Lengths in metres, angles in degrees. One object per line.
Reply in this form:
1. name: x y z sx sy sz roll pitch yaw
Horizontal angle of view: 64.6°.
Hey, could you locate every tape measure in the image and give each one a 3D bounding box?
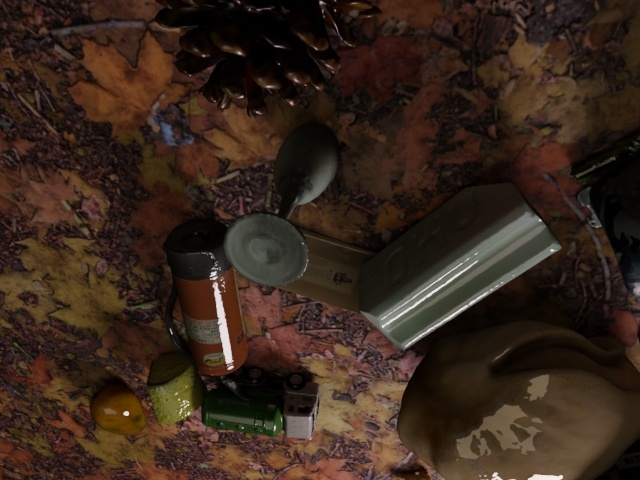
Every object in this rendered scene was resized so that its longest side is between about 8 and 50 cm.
1. tape measure: 0.500 -0.036 0.651 0.275 0.256 0.147 -22 116 27

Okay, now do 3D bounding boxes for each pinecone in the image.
1. pinecone: -0.074 -0.271 0.591 0.264 0.264 0.264 4 123 6

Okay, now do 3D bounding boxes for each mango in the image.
1. mango: -0.472 0.401 1.182 0.111 0.089 0.163 6 131 3

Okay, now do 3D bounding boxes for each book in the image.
1. book: 0.005 0.054 0.928 0.198 0.016 0.138 18 122 -3

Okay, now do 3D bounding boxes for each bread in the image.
1. bread: -0.306 0.313 1.081 0.111 0.129 0.114 -18 115 -7

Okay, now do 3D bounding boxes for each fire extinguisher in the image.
1. fire extinguisher: -0.222 0.137 0.982 0.200 0.113 0.376 29 134 43

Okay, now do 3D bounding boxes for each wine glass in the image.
1. wine glass: 0.000 0.000 0.717 0.096 0.309 0.264 -18 116 20

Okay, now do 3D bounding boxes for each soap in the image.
1. soap: 0.195 0.027 0.780 0.289 0.173 0.095 -39 109 23

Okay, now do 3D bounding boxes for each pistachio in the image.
1. pistachio: 0.350 0.288 0.884 0.445 0.281 0.365 -4 136 -12

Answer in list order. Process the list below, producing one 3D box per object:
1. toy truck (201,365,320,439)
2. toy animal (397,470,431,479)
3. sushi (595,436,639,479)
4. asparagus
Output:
1. toy truck: -0.125 0.350 1.074 0.242 0.125 0.101 5 122 4
2. toy animal: 0.226 0.583 1.202 0.083 0.081 0.060 -10 120 38
3. sushi: 0.463 0.455 0.929 0.343 0.359 0.064 -23 79 22
4. asparagus: 0.445 -0.134 0.732 0.165 0.030 0.036 -35 101 27
